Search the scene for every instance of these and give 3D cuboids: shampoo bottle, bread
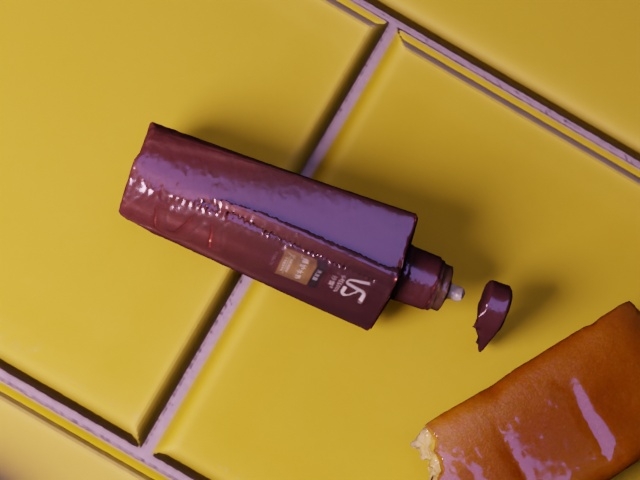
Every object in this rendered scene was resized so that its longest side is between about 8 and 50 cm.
[{"bbox_3d":[-0.001,0.002,1.075,0.236,0.068,0.067,21,67,-3],"label":"shampoo bottle"},{"bbox_3d":[0.114,0.126,1.063,0.226,0.049,0.088,-28,79,-21],"label":"bread"}]
